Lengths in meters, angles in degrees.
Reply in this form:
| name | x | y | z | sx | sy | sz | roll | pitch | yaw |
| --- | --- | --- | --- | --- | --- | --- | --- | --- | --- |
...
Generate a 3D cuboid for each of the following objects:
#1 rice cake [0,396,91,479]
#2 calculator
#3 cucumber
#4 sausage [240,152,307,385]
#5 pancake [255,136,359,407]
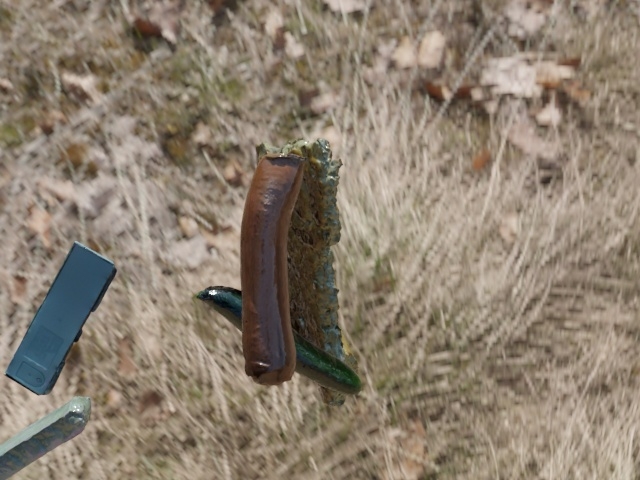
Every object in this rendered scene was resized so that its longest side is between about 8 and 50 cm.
| name | x | y | z | sx | sy | sz | roll | pitch | yaw |
| --- | --- | --- | --- | --- | --- | --- | --- | --- | --- |
| rice cake | -0.321 | 0.227 | 1.587 | 0.211 | 0.043 | 0.034 | -33 | 108 | 21 |
| calculator | -0.276 | 0.085 | 1.606 | 0.057 | 0.018 | 0.172 | 29 | 104 | -1 |
| cucumber | -0.030 | 0.088 | 1.286 | 0.033 | 0.184 | 0.036 | -47 | 31 | 8 |
| sausage | -0.037 | 0.023 | 1.129 | 0.047 | 0.040 | 0.177 | 7 | 101 | 33 |
| pancake | 0.000 | 0.000 | 1.416 | 0.057 | 0.244 | 0.266 | -12 | 62 | -21 |
